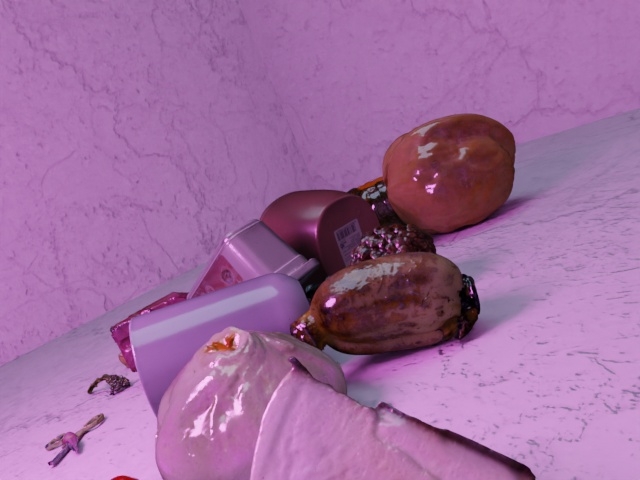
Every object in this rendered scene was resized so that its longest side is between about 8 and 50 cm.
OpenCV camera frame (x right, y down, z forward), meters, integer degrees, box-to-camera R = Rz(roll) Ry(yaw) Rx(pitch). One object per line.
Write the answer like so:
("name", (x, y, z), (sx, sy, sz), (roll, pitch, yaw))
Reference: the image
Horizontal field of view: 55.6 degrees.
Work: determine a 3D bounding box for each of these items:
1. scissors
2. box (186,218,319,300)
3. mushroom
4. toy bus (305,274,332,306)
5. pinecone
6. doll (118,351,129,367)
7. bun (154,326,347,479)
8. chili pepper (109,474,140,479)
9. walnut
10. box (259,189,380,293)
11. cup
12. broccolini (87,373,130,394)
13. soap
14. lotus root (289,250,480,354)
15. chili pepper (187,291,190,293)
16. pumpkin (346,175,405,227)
("scissors", (-0.521, 0.418, 1.264), (0.133, 0.020, 0.187), (-28, 7, -12))
("box", (-0.168, 0.105, 1.365), (0.175, 0.182, 0.312), (-34, -14, -49))
("mushroom", (0.055, 0.244, 0.543), (0.236, 0.173, 0.162), (20, -17, 22))
("toy bus", (-0.012, 0.151, 1.354), (0.087, 0.089, 0.194), (-27, 5, 36))
("pinecone", (0.142, 0.055, 1.250), (0.184, 0.179, 0.204), (19, -26, -35))
("doll", (-0.533, 0.330, 1.752), (0.093, 0.051, 0.061), (-25, 2, -21))
("bun", (-0.118, 0.220, 0.873), (0.293, 0.187, 0.293), (-25, 8, 4))
("chili pepper", (-0.279, 0.364, 0.844), (0.088, 0.065, 0.169), (-9, -3, -24))
("walnut", (0.369, -0.187, 1.761), (0.383, 0.384, 0.383), (-22, 8, 3))
("box", (0.011, 0.005, 1.564), (0.301, 0.301, 0.216), (-29, 15, -37))
("cup", (-0.165, 0.188, 1.100), (0.312, 0.206, 0.205), (-19, 8, -7))
("broccolini", (-0.560, 0.369, 1.574), (0.194, 0.052, 0.054), (-16, 7, 43))
("soap", (-0.354, 0.223, 1.519), (0.289, 0.182, 0.112), (-29, 10, -12))
("lotus root", (0.099, 0.109, 1.001), (0.309, 0.173, 0.173), (-10, 9, 2))
("chili pepper", (-0.333, 0.187, 1.945), (0.387, 0.110, 0.110), (-21, 8, 2))
("pumpkin", (0.209, -0.117, 2.127), (0.320, 0.192, 0.320), (-22, 6, 2))
